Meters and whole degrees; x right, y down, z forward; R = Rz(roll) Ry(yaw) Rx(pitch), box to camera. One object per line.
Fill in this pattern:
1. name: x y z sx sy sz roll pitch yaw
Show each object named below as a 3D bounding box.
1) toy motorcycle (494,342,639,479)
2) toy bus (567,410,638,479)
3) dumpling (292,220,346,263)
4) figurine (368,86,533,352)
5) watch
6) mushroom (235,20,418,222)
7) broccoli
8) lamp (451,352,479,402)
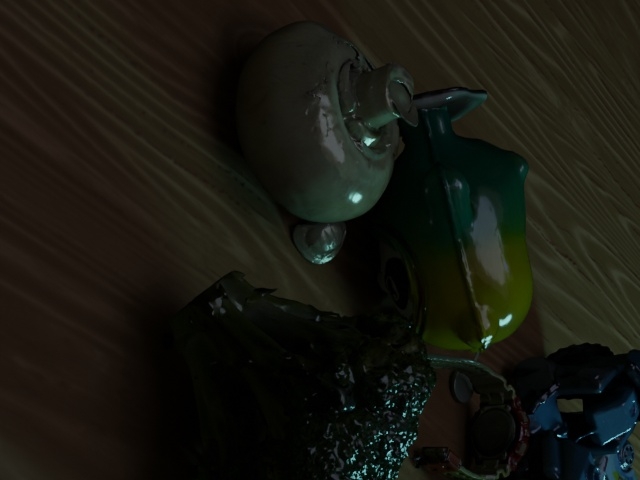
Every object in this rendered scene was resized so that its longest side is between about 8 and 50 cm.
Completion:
1. toy motorcycle: 0.402 0.275 1.951 0.416 0.232 0.172 -48 125 -50
2. toy bus: 0.476 0.445 2.133 0.136 0.109 0.329 -44 117 -40
3. dumpling: 0.002 0.000 1.614 0.077 0.043 0.059 -11 112 -60
4. figurine: 0.176 -0.017 1.700 0.323 0.231 0.340 33 43 -83
5. watch: 0.183 0.246 1.777 0.268 0.102 0.165 15 69 -45
6. mushroom: 0.017 -0.148 1.540 0.246 0.202 0.246 45 36 -45
7. broccoli: -0.037 0.165 1.328 0.283 0.304 0.321 49 13 -2
8. lamp: 0.227 0.154 1.919 0.050 0.056 0.198 52 52 -36
